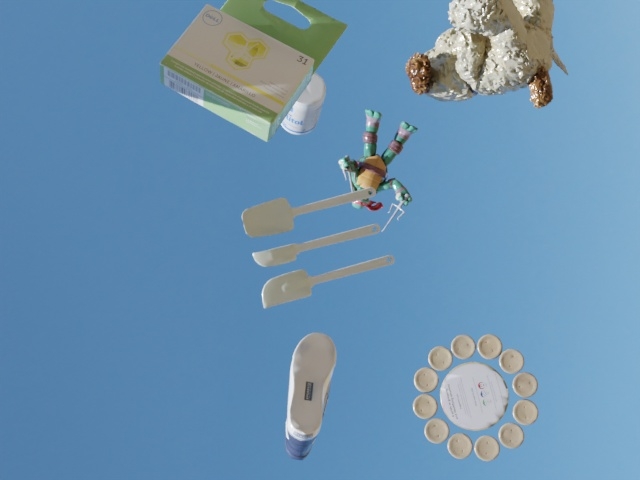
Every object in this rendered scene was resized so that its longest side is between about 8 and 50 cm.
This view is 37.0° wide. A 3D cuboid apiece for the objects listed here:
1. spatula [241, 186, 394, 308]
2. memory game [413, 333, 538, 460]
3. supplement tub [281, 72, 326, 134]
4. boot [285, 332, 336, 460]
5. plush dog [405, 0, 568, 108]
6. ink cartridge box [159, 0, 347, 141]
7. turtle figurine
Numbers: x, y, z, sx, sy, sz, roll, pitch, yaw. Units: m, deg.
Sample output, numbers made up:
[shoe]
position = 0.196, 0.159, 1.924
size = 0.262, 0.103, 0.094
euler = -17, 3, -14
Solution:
[spatula]
position = 0.000, 0.000, 1.577
size = 0.242, 0.019, 0.168
euler = -15, -88, -18
[memory game]
position = 0.225, 0.227, 1.390
size = 0.012, 0.186, 0.186
euler = 55, -153, -75
[supplement tub]
position = -0.032, -0.233, 1.626
size = 0.071, 0.107, 0.071
euler = 3, -113, -7
[boot]
position = -0.022, 0.235, 1.459
size = 0.069, 0.086, 0.190
euler = 15, -133, 0
[plush dog]
position = 0.267, -0.302, 1.616
size = 0.262, 0.225, 0.211
euler = -20, -85, -50
[ink cartridge box]
position = -0.083, -0.265, 1.291
size = 0.171, 0.056, 0.235
euler = 29, -116, 6
[turtle figurine]
position = 0.111, -0.148, 2.021
size = 0.175, 0.118, 0.234
euler = 19, -90, -21
